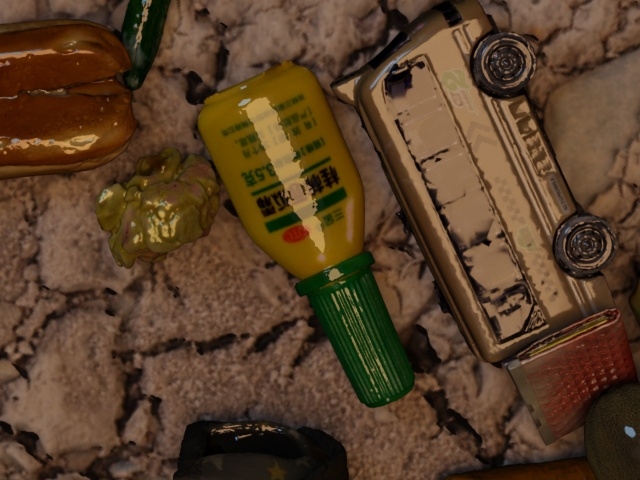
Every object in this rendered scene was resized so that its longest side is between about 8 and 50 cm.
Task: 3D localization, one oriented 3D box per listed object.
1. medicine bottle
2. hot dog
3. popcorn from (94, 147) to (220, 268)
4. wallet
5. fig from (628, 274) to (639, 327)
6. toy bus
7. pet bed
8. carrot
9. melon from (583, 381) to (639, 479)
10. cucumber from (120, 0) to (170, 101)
[{"bbox_3d":[0.000,0.000,1.199,0.111,0.076,0.308,-24,100,3],"label":"medicine bottle"},{"bbox_3d":[-0.323,-0.108,1.160,0.338,0.100,0.135,-7,92,-2],"label":"hot dog"},{"bbox_3d":[-0.134,-0.027,1.180,0.109,0.097,0.089,-26,102,-12],"label":"popcorn"},{"bbox_3d":[0.219,0.117,1.183,0.103,0.196,0.020,-28,59,5],"label":"wallet"},{"bbox_3d":[0.387,0.077,1.162,0.207,0.207,0.230,-40,90,4],"label":"fig"},{"bbox_3d":[0.131,-0.052,1.165,0.157,0.139,0.289,-25,101,2],"label":"toy bus"},{"bbox_3d":[-0.041,0.267,1.185,0.159,0.183,0.210,1,99,0],"label":"pet bed"},{"bbox_3d":[0.260,0.225,1.250,0.314,0.066,0.066,-6,99,-2],"label":"carrot"},{"bbox_3d":[0.278,0.184,1.182,0.098,0.098,0.130,-24,83,2],"label":"melon"},{"bbox_3d":[-0.148,-0.195,1.182,0.037,0.037,0.155,16,97,-4],"label":"cucumber"}]
